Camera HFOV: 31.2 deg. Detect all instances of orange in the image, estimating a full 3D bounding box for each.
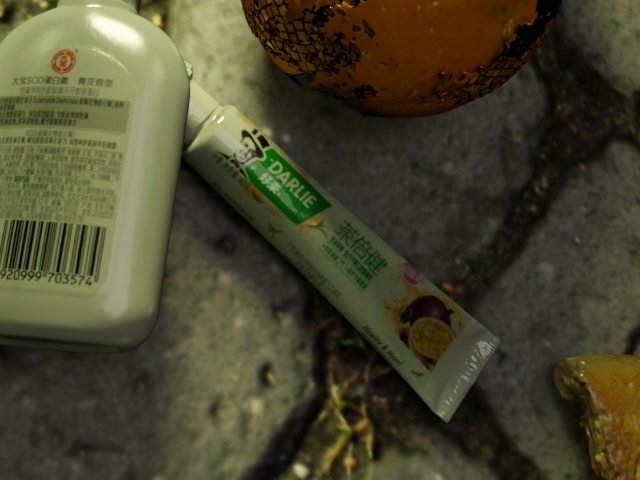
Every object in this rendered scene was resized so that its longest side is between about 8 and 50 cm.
[{"bbox_3d":[0.057,-0.197,0.792,0.234,0.182,0.234,-2,105,-7],"label":"orange"}]

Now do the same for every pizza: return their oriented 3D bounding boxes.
[{"bbox_3d":[0.263,0.170,0.883,0.182,0.062,0.161,7,69,-27],"label":"pizza"}]

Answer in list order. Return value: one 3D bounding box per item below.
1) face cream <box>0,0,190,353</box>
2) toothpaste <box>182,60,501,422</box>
[{"bbox_3d":[-0.155,-0.076,0.732,0.144,0.071,0.291,2,75,11],"label":"face cream"},{"bbox_3d":[0.000,0.000,0.813,0.314,0.056,0.058,42,110,-11],"label":"toothpaste"}]
